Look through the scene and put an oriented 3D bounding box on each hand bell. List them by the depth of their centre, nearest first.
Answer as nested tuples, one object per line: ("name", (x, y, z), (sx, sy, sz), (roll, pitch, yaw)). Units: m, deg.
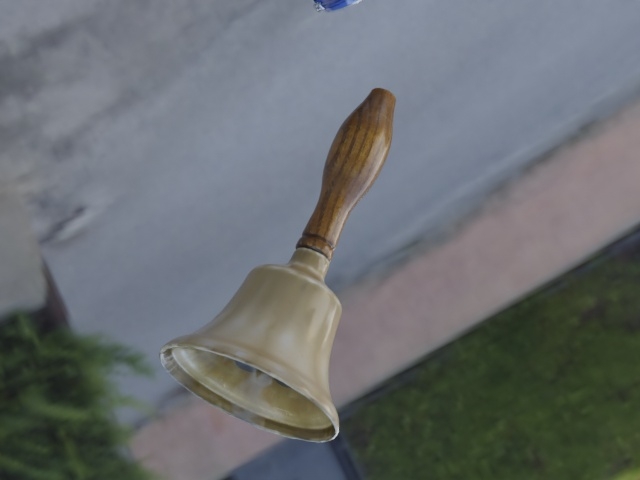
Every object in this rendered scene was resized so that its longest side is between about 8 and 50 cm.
("hand bell", (0.000, 0.000, 0.960), (0.242, 0.126, 0.126), (-65, -178, -24))

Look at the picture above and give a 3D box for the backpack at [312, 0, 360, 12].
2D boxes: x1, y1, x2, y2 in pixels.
("backpack", (0.012, -0.287, 1.016), (0.276, 0.213, 0.263), (-50, -175, 6))
